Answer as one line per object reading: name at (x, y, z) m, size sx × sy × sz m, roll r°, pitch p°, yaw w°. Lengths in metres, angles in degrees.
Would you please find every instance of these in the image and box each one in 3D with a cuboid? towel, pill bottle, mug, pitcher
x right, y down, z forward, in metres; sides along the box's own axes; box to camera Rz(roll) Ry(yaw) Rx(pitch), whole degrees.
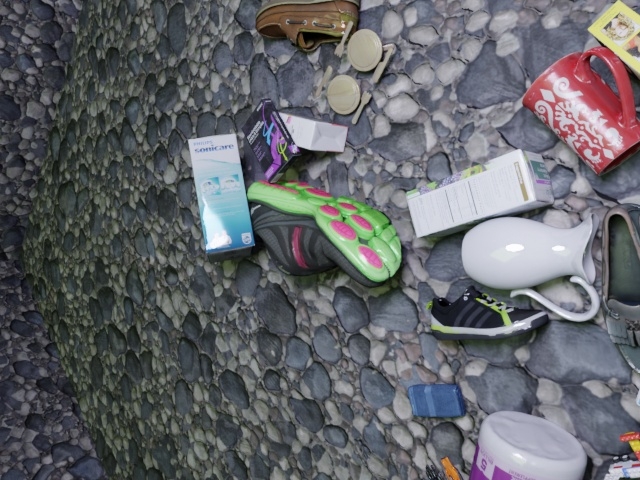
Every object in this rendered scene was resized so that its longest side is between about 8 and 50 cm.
towel at (0.237, 0.327, 1.052) m, size 0.119 × 0.029 × 0.067 m, roll -16°, pitch 82°, yaw 43°
pill bottle at (0.331, 0.466, 0.877) m, size 0.169 × 0.169 × 0.301 m, roll 17°, pitch 104°, yaw 41°
mug at (0.411, -0.196, 0.788) m, size 0.113 × 0.150 × 0.169 m, roll -36°, pitch 71°, yaw 10°
pitcher at (0.355, 0.047, 0.868) m, size 0.207 × 0.125 × 0.177 m, roll -3°, pitch 96°, yaw 38°

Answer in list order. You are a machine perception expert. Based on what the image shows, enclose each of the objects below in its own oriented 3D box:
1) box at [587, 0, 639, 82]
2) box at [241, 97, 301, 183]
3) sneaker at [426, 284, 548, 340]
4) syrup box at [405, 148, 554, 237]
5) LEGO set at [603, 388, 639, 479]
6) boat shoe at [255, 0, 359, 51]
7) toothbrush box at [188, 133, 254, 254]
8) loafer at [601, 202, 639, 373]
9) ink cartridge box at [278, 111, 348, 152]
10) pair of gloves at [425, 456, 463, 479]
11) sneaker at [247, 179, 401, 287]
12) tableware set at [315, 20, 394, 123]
box at (0.480, -0.239, 0.718) m, size 0.058 × 0.087 × 0.232 m, roll -46°, pitch 46°, yaw 28°
box at (-0.119, -0.232, 1.199) m, size 0.116 × 0.029 × 0.162 m, roll -42°, pitch 70°, yaw 45°
sneaker at (0.294, 0.131, 0.951) m, size 0.235 × 0.084 × 0.097 m, roll -14°, pitch 82°, yaw 43°
syrup box at (0.286, -0.079, 0.940) m, size 0.237 × 0.093 × 0.096 m, roll -21°, pitch 78°, yaw 42°
LEGO set at (0.533, 0.320, 0.737) m, size 0.182 × 0.060 × 0.244 m, roll 21°, pitch 114°, yaw 33°
boat shoe at (-0.046, -0.507, 1.215) m, size 0.307 × 0.111 × 0.104 m, roll 8°, pitch 96°, yaw 43°
toothbrush box at (-0.262, -0.104, 1.364) m, size 0.216 × 0.126 × 0.295 m, roll 134°, pitch 125°, yaw -76°
loafer at (0.469, 0.076, 0.784) m, size 0.096 × 0.084 × 0.267 m, roll -10°, pitch 85°, yaw 43°
ink cartridge box at (-0.046, -0.263, 1.226) m, size 0.198 × 0.115 × 0.067 m, roll 25°, pitch 111°, yaw 41°
pair of gloves at (0.256, 0.489, 1.056) m, size 0.083 × 0.010 × 0.074 m, roll -45°, pitch 64°, yaw 38°
sneaker at (0.000, 0.000, 1.178) m, size 0.483 × 0.185 × 0.202 m, roll 30°, pitch 121°, yaw 48°
tableware set at (0.082, -0.375, 1.152) m, size 0.128 × 0.039 × 0.194 m, roll 41°, pitch 125°, yaw 16°
